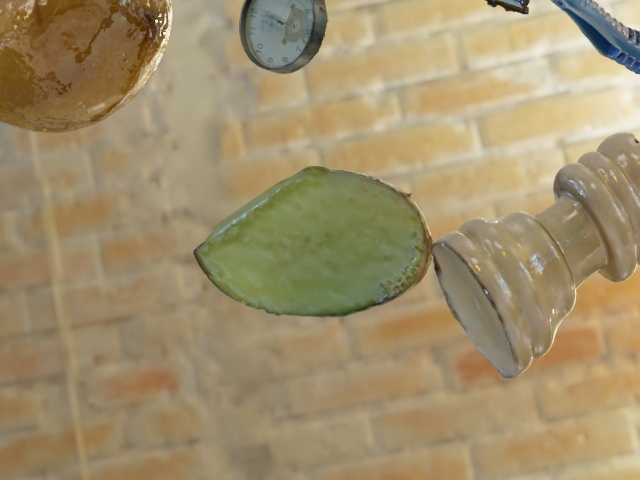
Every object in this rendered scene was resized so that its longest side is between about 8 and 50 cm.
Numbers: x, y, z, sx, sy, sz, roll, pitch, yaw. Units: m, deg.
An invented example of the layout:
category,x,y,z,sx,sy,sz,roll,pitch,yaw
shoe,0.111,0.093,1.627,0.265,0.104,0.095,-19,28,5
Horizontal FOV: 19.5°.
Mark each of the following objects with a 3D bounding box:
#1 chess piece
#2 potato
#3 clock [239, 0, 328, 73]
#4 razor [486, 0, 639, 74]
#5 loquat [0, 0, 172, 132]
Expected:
category,x,y,z,sx,sy,sz,roll,pitch,yaw
chess piece,0.262,-0.015,1.736,0.307,0.139,0.124,-33,-16,-14
potato,0.000,0.000,1.441,0.198,0.119,0.054,-18,8,28
clock,-0.032,-0.179,1.529,0.085,0.085,0.017,-20,-16,35
razor,0.198,-0.171,1.435,0.082,0.042,0.253,25,6,40
loquat,-0.236,-0.195,1.726,0.234,0.176,0.187,-36,-1,12
